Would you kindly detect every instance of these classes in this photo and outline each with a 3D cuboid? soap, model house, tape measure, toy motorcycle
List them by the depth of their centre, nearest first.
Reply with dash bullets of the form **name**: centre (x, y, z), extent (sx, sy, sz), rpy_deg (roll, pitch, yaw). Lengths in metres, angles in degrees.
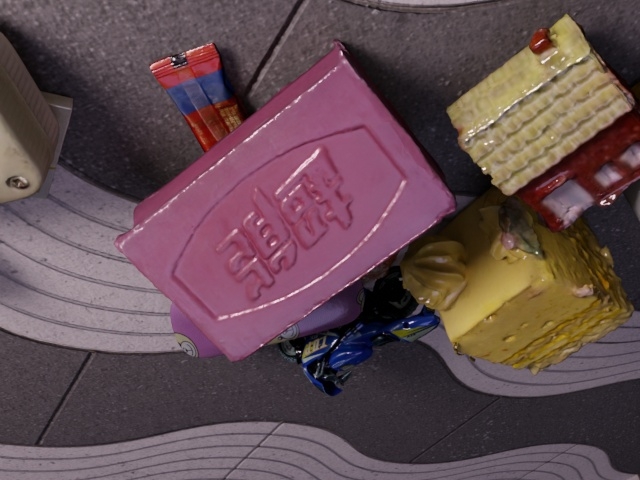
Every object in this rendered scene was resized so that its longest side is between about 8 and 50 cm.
- **tape measure**: centre (-0.444, -0.126, 0.775), extent (0.270, 0.133, 0.231), rpy_deg (-9, 137, 11)
- **soap**: centre (-0.044, -0.040, 0.921), extent (0.359, 0.128, 0.233), rpy_deg (-36, 109, 15)
- **model house**: centre (0.290, -0.157, 0.946), extent (0.196, 0.160, 0.254), rpy_deg (-35, 136, 26)
- **toy motorcycle**: centre (0.056, 0.161, 1.269), extent (0.315, 0.169, 0.113), rpy_deg (-29, 145, 26)

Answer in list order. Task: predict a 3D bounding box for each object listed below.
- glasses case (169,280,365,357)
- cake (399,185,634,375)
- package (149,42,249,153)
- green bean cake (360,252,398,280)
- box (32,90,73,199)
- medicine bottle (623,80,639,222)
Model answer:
- **glasses case**: centre (-0.086, 0.105, 1.205), extent (0.316, 0.076, 0.123), rpy_deg (-15, 98, 2)
- **cake**: centre (0.291, 0.052, 1.160), extent (0.286, 0.223, 0.227), rpy_deg (19, 131, -34)
- **package**: centre (-0.131, -0.158, 0.927), extent (0.083, 0.022, 0.200), rpy_deg (-19, 142, 6)
- **green bean cake**: centre (0.000, 0.000, 1.109), extent (0.232, 0.097, 0.199), rpy_deg (3, 138, -20)
- **box**: centre (-0.365, -0.117, 0.909), extent (0.090, 0.024, 0.167), rpy_deg (9, 138, -26)
- **medicine bottle**: centre (0.544, -0.099, 1.031), extent (0.237, 0.232, 0.238), rpy_deg (-9, 143, -7)
